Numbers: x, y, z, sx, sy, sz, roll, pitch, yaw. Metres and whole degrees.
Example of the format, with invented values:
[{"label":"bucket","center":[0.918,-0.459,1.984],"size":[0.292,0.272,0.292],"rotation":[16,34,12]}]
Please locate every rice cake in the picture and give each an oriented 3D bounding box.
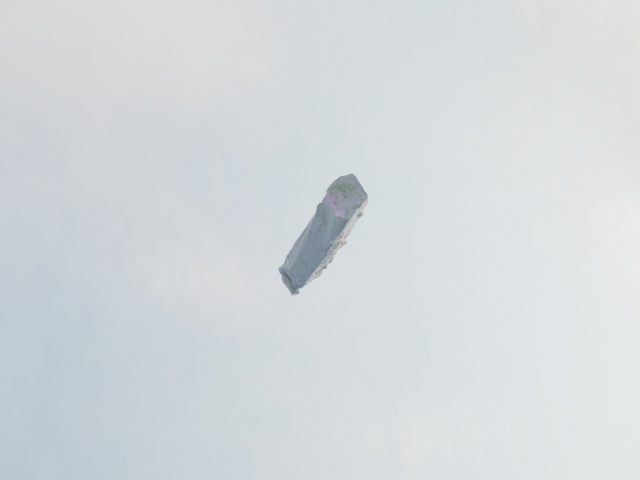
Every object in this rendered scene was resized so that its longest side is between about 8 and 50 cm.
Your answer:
[{"label":"rice cake","center":[-0.001,0.000,1.106],"size":[0.049,0.270,0.055],"rotation":[-38,-100,-27]}]
